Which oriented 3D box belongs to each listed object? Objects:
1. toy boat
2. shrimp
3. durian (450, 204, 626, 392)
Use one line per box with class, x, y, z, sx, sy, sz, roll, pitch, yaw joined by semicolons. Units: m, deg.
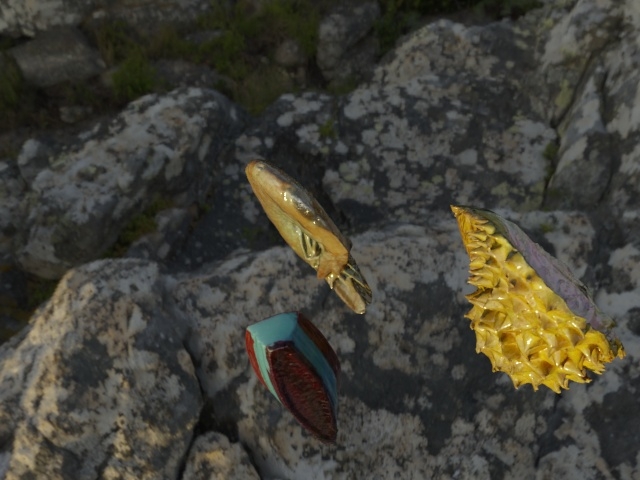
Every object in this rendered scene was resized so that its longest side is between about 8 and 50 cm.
toy boat;-0.026;0.245;1.204;0.136;0.392;0.079;-18;50;2
shrimp;0.000;0.000;1.039;0.077;0.317;0.168;-45;29;-6
durian;0.277;0.080;0.906;0.185;0.195;0.305;-40;95;-3
